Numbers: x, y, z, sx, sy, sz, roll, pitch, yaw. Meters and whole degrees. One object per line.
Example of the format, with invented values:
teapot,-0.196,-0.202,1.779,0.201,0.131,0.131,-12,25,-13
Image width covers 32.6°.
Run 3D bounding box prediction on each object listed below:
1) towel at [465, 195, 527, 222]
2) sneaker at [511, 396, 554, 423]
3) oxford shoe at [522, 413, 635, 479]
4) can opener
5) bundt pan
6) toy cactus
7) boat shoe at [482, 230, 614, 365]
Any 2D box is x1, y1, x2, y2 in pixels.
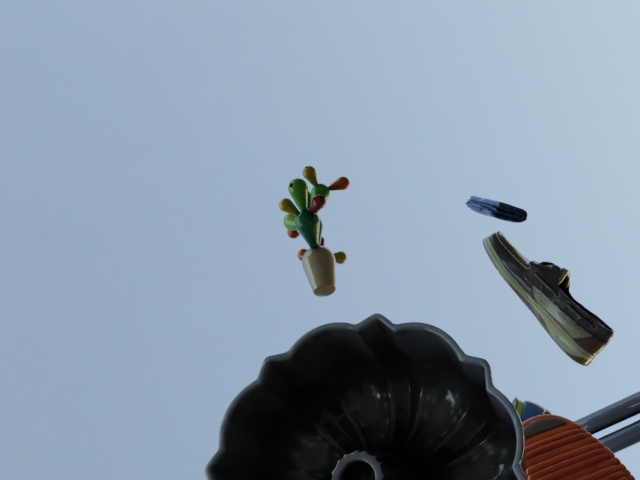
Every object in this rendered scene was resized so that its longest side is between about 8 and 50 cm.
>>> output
towel,0.302,-0.052,1.879,0.067,0.119,0.029,16,-87,-18
sneaker,0.286,0.315,1.523,0.082,0.069,0.209,22,-130,2
oxford shoe,0.305,0.359,1.189,0.130,0.133,0.363,-16,-127,-11
can opener,0.398,0.298,1.628,0.093,0.280,0.074,2,-119,-54
bundt pan,0.056,0.247,1.079,0.124,0.331,0.331,46,-140,-57
toy cactus,0.000,0.000,1.639,0.112,0.219,0.180,-9,-123,-5
boat shoe,0.310,0.066,1.484,0.223,0.073,0.080,54,-163,24
